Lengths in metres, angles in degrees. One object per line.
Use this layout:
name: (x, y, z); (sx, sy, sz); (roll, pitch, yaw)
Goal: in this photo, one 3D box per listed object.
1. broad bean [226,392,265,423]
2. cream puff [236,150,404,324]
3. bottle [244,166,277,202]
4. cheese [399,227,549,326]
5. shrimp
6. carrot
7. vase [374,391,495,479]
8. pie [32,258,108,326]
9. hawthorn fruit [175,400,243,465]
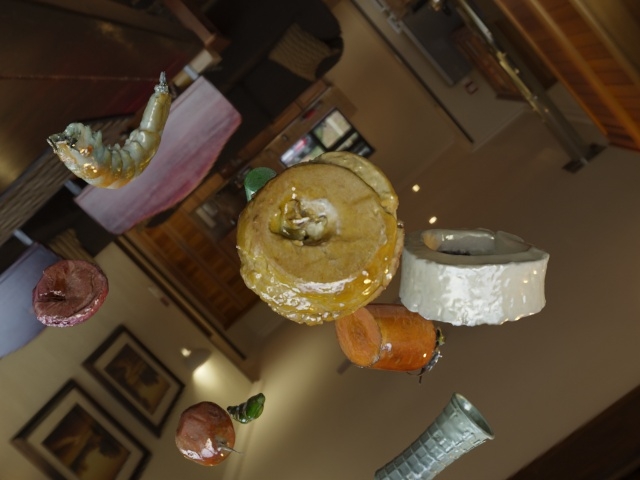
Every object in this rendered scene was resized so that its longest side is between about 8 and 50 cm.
broad bean: (-0.183, 0.423, 1.591); (0.297, 0.043, 0.060); (139, -47, -59)
cream puff: (0.000, 0.000, 1.275); (0.231, 0.327, 0.343); (82, 28, -67)
bottle: (-0.135, -0.051, 1.704); (0.093, 0.093, 0.330); (-48, 151, -28)
cheese: (0.355, 0.071, 1.505); (0.332, 0.153, 0.292); (2, -163, 1)
shrimp: (-0.392, -0.196, 1.284); (0.287, 0.068, 0.185); (-41, 149, -35)
carrot: (0.225, 0.281, 1.834); (0.214, 0.331, 0.193); (59, -45, 51)
vase: (0.274, 0.528, 1.591); (0.299, 0.143, 0.143); (-46, -172, 10)
pie: (-0.597, 0.123, 1.529); (0.182, 0.182, 0.050); (-47, 157, -22)
hawthorn fruit: (-0.272, 0.466, 1.523); (0.149, 0.149, 0.189); (-44, -166, -7)
